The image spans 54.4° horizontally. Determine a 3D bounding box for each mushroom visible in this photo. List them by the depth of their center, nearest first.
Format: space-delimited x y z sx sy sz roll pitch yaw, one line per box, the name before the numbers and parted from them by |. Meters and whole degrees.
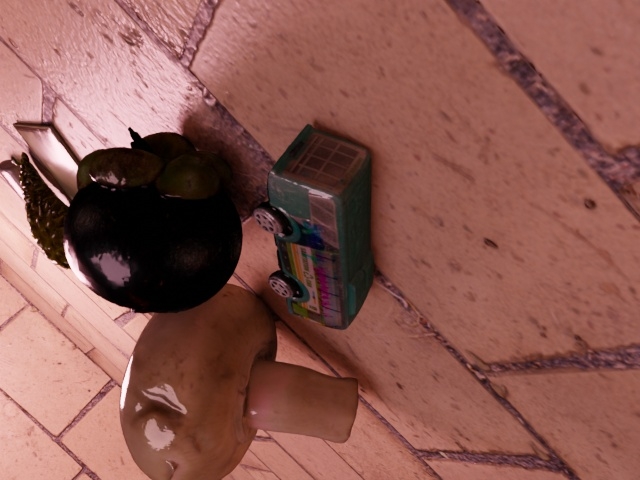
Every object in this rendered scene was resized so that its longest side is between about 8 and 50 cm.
mushroom | -0.150 0.222 0.984 0.315 0.356 0.315 -5 83 50

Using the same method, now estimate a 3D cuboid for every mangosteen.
mangosteen | -0.208 -0.021 0.788 0.243 0.243 0.243 31 150 20

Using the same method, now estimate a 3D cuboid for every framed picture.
framed picture | -0.473 -0.122 1.171 0.173 0.010 0.231 13 140 42

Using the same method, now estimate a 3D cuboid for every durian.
durian | -0.526 -0.008 1.287 0.375 0.107 0.132 57 165 -15

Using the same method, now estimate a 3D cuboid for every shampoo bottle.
shampoo bottle | -0.645 -0.104 1.379 0.080 0.040 0.165 12 139 41

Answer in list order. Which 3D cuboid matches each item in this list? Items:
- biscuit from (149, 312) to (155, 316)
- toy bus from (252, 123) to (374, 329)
biscuit | -0.344 0.180 1.408 0.133 0.032 0.250 0 130 49
toy bus | 0.000 0.000 0.675 0.109 0.091 0.261 22 148 20
